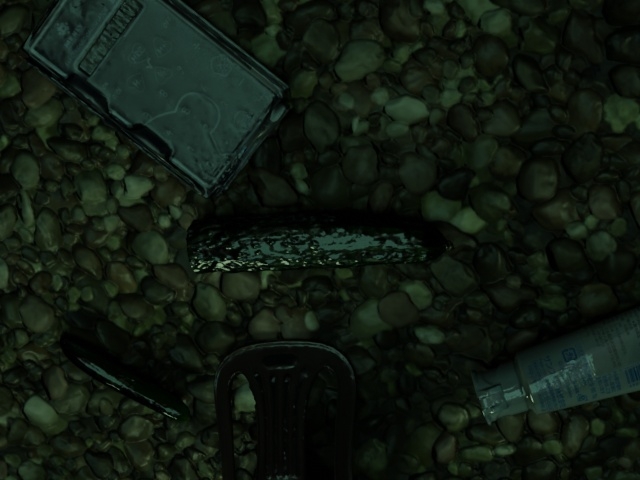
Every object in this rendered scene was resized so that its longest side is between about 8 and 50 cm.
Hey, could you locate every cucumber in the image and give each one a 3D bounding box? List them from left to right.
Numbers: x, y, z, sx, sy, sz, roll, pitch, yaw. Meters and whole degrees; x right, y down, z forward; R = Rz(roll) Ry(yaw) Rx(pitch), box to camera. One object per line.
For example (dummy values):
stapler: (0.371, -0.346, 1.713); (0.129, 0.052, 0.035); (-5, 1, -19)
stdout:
cucumber: (-0.236, 0.167, 1.523); (0.184, 0.033, 0.036); (29, 133, 0)
cucumber: (0.000, 0.000, 1.406); (0.294, 0.067, 0.067); (-2, 110, 10)

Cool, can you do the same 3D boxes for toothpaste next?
toothpaste: (0.318, 0.130, 1.403); (0.299, 0.073, 0.114); (-18, 105, 8)

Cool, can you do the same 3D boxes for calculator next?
calculator: (-0.177, -0.182, 1.386); (0.274, 0.028, 0.165); (38, 111, -5)

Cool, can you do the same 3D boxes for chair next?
chair: (-0.032, 0.301, 1.495); (0.176, 0.183, 0.326); (-3, 65, 12)
